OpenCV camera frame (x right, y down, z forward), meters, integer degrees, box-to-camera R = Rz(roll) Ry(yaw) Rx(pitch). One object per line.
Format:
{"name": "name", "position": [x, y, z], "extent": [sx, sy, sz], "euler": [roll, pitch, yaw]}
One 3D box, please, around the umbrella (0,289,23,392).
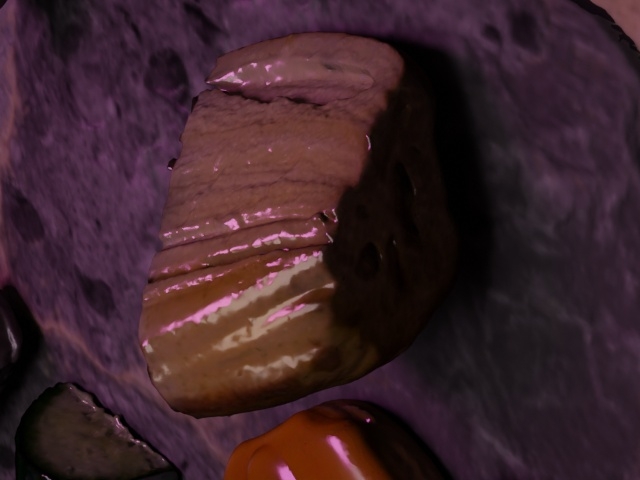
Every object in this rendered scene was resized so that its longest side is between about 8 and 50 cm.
{"name": "umbrella", "position": [-0.259, 0.122, 1.181], "extent": [0.337, 0.073, 0.067], "euler": [128, 135, -54]}

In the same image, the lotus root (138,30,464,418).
{"name": "lotus root", "position": [0.000, -0.001, 0.735], "extent": [0.135, 0.095, 0.159], "euler": [-7, 61, 51]}

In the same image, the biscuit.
{"name": "biscuit", "position": [0.010, 0.155, 0.831], "extent": [0.170, 0.050, 0.170], "euler": [33, 134, 43]}

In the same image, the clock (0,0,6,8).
{"name": "clock", "position": [-0.176, -0.175, 0.869], "extent": [0.231, 0.103, 0.144], "euler": [-30, 84, 59]}

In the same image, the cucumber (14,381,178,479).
{"name": "cucumber", "position": [-0.142, 0.197, 1.067], "extent": [0.115, 0.063, 0.244], "euler": [41, 139, 37]}
